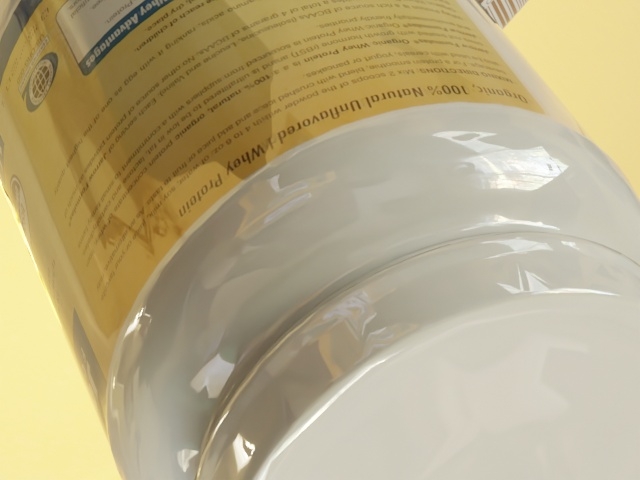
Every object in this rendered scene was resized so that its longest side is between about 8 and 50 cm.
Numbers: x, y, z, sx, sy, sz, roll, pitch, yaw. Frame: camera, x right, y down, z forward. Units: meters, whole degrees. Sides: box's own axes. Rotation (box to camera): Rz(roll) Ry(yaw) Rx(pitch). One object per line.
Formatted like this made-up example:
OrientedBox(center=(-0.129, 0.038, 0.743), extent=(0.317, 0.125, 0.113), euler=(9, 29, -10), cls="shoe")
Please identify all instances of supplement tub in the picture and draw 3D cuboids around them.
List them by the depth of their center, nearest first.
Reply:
OrientedBox(center=(0.000, 0.000, 0.505), extent=(0.144, 0.144, 0.200), euler=(-43, -137, 11), cls="supplement tub")

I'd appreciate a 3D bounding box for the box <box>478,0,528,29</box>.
OrientedBox(center=(0.036, -0.216, 1.111), extent=(0.203, 0.167, 0.168), euler=(42, -87, 16), cls="box")
